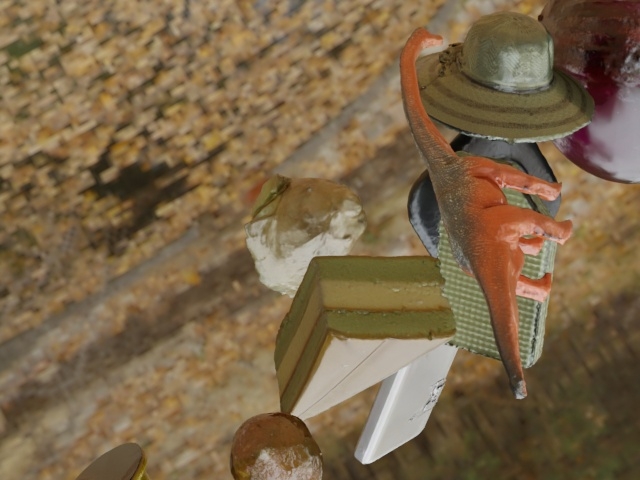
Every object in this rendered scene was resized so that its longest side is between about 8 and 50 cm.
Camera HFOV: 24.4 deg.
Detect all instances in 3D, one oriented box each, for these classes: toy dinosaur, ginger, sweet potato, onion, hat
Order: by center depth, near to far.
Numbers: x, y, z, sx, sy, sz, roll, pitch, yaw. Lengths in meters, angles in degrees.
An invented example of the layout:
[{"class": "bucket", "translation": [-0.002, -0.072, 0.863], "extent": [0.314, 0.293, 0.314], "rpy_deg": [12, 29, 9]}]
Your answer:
[{"class": "toy dinosaur", "translation": [0.104, -0.028, 0.925], "extent": [0.101, 0.279, 0.055], "rpy_deg": [17, 131, -24]}, {"class": "sweet potato", "translation": [-0.048, 0.244, 1.462], "extent": [0.097, 0.097, 0.292], "rpy_deg": [-26, 156, -19]}, {"class": "ginger", "translation": [-0.001, 0.002, 1.722], "extent": [0.123, 0.115, 0.193], "rpy_deg": [6, 150, 17]}, {"class": "hat", "translation": [0.230, -0.226, 1.838], "extent": [0.252, 0.252, 0.110], "rpy_deg": [-20, 131, -36]}, {"class": "onion", "translation": [0.425, -0.214, 2.057], "extent": [0.336, 0.282, 0.260], "rpy_deg": [59, 48, -74]}]

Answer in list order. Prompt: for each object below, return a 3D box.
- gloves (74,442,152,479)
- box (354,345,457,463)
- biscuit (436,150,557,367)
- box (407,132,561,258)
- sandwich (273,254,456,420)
[{"class": "gloves", "translation": [-0.144, 0.359, 1.589], "extent": [0.116, 0.294, 0.133], "rpy_deg": [-34, -160, 14]}, {"class": "box", "translation": [0.135, 0.198, 2.108], "extent": [0.142, 0.044, 0.285], "rpy_deg": [-25, 144, -43]}, {"class": "biscuit", "translation": [0.213, 0.022, 1.819], "extent": [0.052, 0.150, 0.252], "rpy_deg": [-34, 132, -58]}, {"class": "box", "translation": [0.220, -0.055, 1.968], "extent": [0.212, 0.201, 0.042], "rpy_deg": [-43, -149, -10]}, {"class": "sandwich", "translation": [0.041, 0.113, 1.583], "extent": [0.144, 0.117, 0.187], "rpy_deg": [6, 138, -17]}]
